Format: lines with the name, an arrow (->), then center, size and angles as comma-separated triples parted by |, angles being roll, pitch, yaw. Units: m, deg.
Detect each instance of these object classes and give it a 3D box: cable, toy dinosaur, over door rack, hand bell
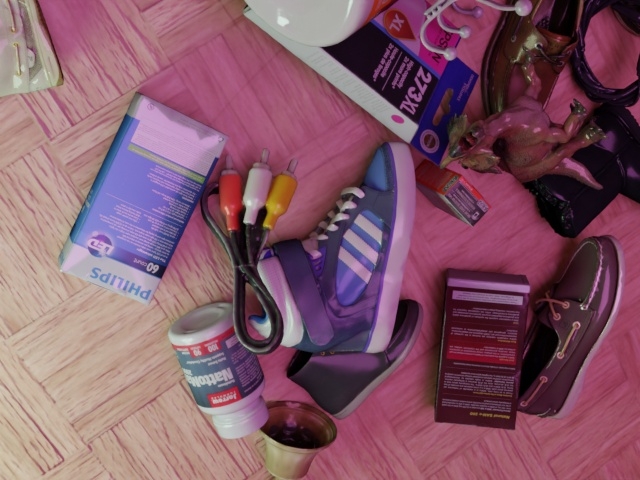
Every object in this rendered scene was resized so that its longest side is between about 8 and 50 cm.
cable -> 0.460, -0.298, 1.469 | 0.150, 0.047, 0.184 | -20, 92, 12
toy dinosaur -> 0.290, -0.138, 1.383 | 0.200, 0.127, 0.295 | -43, 135, 13
over door rack -> 0.275, -0.391, 1.242 | 0.108, 0.239, 0.324 | 38, 122, -3
hand bell -> -0.061, 0.383, 1.469 | 0.126, 0.126, 0.242 | 5, 114, -20
cable -> -0.107, 0.010, 1.299 | 0.139, 0.072, 0.287 | 2, 65, 3

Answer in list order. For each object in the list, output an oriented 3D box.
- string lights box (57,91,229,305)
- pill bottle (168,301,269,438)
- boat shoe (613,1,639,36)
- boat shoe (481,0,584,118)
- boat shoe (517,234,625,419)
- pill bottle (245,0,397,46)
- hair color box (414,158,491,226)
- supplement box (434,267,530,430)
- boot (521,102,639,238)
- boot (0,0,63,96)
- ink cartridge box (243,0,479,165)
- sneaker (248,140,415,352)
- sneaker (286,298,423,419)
string lights box -> -0.244, -0.057, 1.301 | 0.133, 0.077, 0.260 | 25, 94, -22
pill bottle -> -0.140, 0.191, 1.377 | 0.108, 0.108, 0.180 | -24, 109, -12
boat shoe -> 0.487, -0.376, 1.488 | 0.152, 0.049, 0.056 | 40, 89, -22
boat shoe -> 0.323, -0.299, 1.420 | 0.110, 0.104, 0.307 | 3, 103, -22
boat shoe -> 0.393, 0.139, 1.539 | 0.096, 0.116, 0.324 | 10, 109, -20
pill bottle -> 0.081, -0.426, 1.188 | 0.392, 0.224, 0.224 | -42, 114, -32
hair color box -> 0.190, -0.072, 1.408 | 0.043, 0.141, 0.072 | -46, 113, 0
supplement box -> 0.254, 0.172, 1.503 | 0.130, 0.073, 0.239 | 5, 102, 5
boot -> 0.460, -0.072, 1.524 | 0.207, 0.094, 0.246 | -44, 105, -8
boot -> -0.433, -0.273, 1.188 | 0.165, 0.077, 0.213 | -20, 111, -11
ink cartridge box -> 0.082, -0.281, 1.339 | 0.371, 0.069, 0.176 | 36, 67, -24
sneaker -> 0.000, 0.000, 1.371 | 0.236, 0.130, 0.323 | 8, 89, -10
sneaker -> 0.055, 0.160, 1.450 | 0.118, 0.083, 0.222 | 39, 89, -22
